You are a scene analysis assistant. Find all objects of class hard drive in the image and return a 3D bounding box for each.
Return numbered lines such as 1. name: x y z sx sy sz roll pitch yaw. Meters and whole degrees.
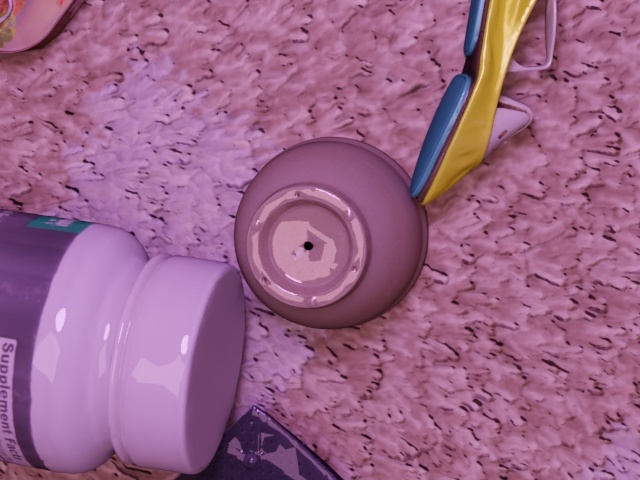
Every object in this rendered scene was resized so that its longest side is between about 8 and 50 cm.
1. hard drive: -0.018 0.278 1.234 0.172 0.054 0.254 -44 86 13

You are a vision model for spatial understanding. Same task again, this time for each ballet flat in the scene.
1. ballet flat: 0.138 -0.130 1.145 0.077 0.077 0.231 15 98 -7

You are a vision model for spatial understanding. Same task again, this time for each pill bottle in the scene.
1. pill bottle: -0.256 0.077 1.186 0.361 0.204 0.204 8 98 11

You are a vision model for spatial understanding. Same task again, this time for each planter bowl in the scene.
1. planter bowl: 0.000 0.000 1.169 0.162 0.109 0.162 2 98 12

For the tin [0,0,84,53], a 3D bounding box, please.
1. tin: -0.235 -0.243 1.229 0.106 0.040 0.189 43 103 8
